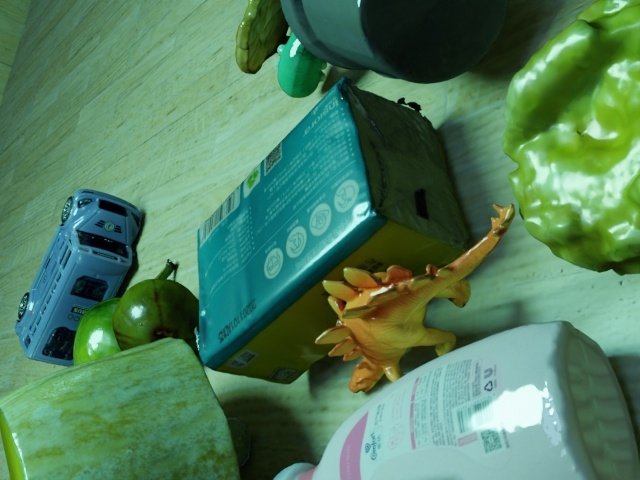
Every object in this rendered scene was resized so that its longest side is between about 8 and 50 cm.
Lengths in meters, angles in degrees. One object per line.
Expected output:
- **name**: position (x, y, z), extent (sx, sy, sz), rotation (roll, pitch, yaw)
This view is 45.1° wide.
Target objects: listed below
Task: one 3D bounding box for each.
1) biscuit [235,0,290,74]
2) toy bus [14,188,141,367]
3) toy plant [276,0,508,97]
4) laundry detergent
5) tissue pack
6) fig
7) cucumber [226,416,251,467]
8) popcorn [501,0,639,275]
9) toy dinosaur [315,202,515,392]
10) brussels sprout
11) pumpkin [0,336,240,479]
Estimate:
- **biscuit**: position (-0.052, -0.334, 1.023), extent (0.203, 0.041, 0.260), rotation (104, -170, -49)
- **toy bus**: position (-0.408, 0.065, 1.314), extent (0.292, 0.125, 0.133), rotation (-61, 36, 13)
- **toy plant**: position (0.038, -0.272, 0.836), extent (0.400, 0.185, 0.279), rotation (-127, 43, -61)
- **laundry detergent**: position (0.077, 0.183, 0.604), extent (0.335, 0.088, 0.159), rotation (-36, 46, 41)
- **tissue pack**: position (0.000, 0.000, 0.769), extent (0.271, 0.134, 0.192), rotation (-41, 43, 35)
- **fig**: position (-0.225, 0.085, 1.070), extent (0.124, 0.124, 0.236), rotation (-58, 23, 15)
- **cucumber**: position (-0.128, 0.236, 0.890), extent (0.112, 0.064, 0.064), rotation (-19, 57, 52)
- **popcorn**: position (0.214, -0.069, 0.502), extent (0.197, 0.155, 0.197), rotation (1, 91, 45)
- **toy dinosaur**: position (0.055, 0.059, 0.633), extent (0.288, 0.117, 0.070), rotation (114, 161, -52)
- **brussels sprout**: position (-0.298, 0.159, 1.116), extent (0.155, 0.117, 0.155), rotation (170, 90, -66)
- **pumpkin**: position (-0.220, 0.269, 0.782), extent (0.332, 0.199, 0.332), rotation (179, 90, -66)
